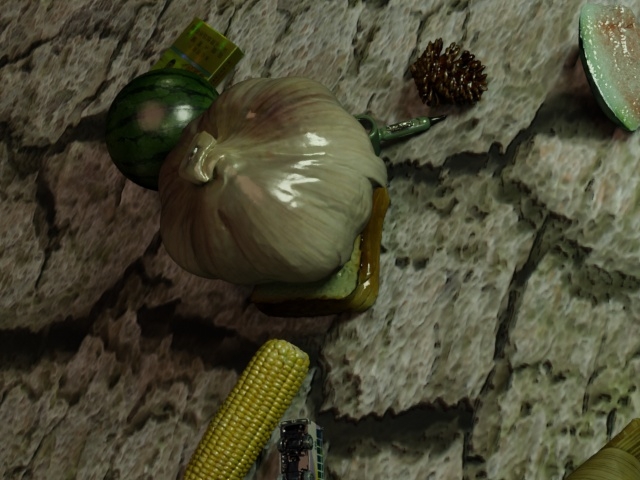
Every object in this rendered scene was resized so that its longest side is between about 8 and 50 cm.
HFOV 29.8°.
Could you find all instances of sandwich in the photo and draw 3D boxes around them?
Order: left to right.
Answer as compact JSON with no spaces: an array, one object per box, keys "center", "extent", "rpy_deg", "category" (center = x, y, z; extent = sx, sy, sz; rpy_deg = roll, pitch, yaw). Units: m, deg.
[{"center":[0.000,0.000,1.709],"extent":[0.186,0.065,0.215],"rpy_deg":[-6,64,25],"category":"sandwich"}]

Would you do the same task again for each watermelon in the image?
[{"center":[-0.222,-0.171,1.837],"extent":[0.214,0.188,0.188],"rpy_deg":[-10,62,10],"category":"watermelon"},{"center":[0.396,-0.228,1.612],"extent":[0.094,0.081,0.180],"rpy_deg":[-2,81,9],"category":"watermelon"}]

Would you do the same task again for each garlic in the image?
[{"center":[-0.080,-0.081,1.628],"extent":[0.322,0.241,0.322],"rpy_deg":[-7,46,7],"category":"garlic"}]

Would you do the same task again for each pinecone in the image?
[{"center":[0.182,-0.231,1.710],"extent":[0.109,0.102,0.102],"rpy_deg":[32,84,25],"category":"pinecone"}]

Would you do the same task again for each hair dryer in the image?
[{"center":[0.112,-0.161,1.738],"extent":[0.150,0.071,0.047],"rpy_deg":[-18,62,0],"category":"hair dryer"}]

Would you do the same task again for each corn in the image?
[{"center":[-0.103,0.247,1.634],"extent":[0.081,0.081,0.248],"rpy_deg":[28,82,35],"category":"corn"}]

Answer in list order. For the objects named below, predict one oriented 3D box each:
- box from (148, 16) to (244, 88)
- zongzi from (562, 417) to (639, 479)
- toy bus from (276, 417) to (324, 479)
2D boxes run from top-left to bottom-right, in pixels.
[{"center":[-0.228,-0.266,1.979],"extent":[0.193,0.030,0.121],"rpy_deg":[-49,54,-2],"category":"box"},{"center":[0.348,0.357,1.320],"extent":[0.288,0.134,0.286],"rpy_deg":[-38,53,-17],"category":"zongzi"},{"center":[-0.024,0.290,1.585],"extent":[0.052,0.058,0.102],"rpy_deg":[-11,67,22],"category":"toy bus"}]
